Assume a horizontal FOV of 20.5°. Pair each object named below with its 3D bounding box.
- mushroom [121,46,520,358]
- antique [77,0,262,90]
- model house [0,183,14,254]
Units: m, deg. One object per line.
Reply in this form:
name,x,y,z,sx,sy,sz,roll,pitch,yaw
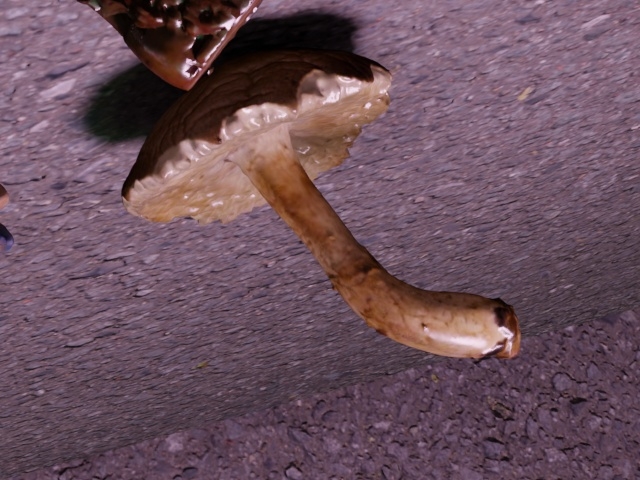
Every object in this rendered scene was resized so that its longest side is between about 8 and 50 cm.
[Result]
mushroom,-0.002,-0.031,1.360,0.233,0.301,0.208,-25,136,-33
antique,-0.003,-0.210,0.830,0.310,0.087,0.093,-49,-174,22
model house,-0.304,-0.042,1.196,0.172,0.166,0.183,-28,156,-31
